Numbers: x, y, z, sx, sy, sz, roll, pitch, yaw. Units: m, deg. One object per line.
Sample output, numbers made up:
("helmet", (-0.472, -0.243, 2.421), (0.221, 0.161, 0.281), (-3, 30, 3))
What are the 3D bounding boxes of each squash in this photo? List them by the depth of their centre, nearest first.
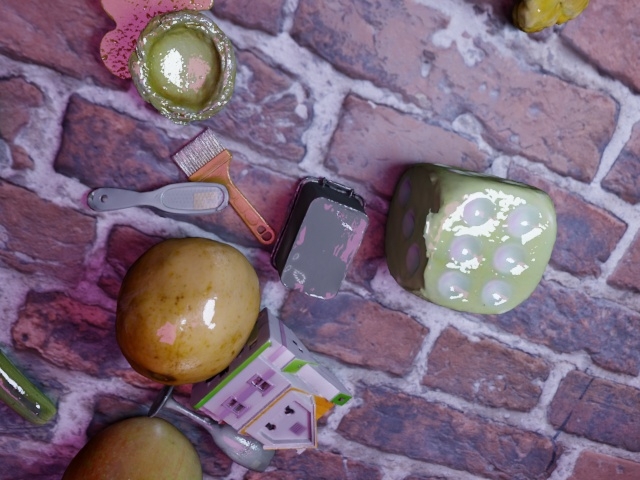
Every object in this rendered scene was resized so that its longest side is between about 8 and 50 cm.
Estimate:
("squash", (-0.684, 0.323, 0.959), (0.066, 0.066, 0.229), (-31, 109, 3))

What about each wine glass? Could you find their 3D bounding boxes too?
("wine glass", (-0.254, 0.489, 0.959), (0.309, 0.264, 0.096), (38, 114, -16))

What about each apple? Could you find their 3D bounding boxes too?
("apple", (-0.426, 0.581, 0.958), (0.318, 0.277, 0.320), (-1, 108, -5))

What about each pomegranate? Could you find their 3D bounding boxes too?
("pomegranate", (-0.254, 0.137, 0.834), (0.306, 0.307, 0.308), (-2, 107, -6))

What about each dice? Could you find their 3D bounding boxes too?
("dice", (0.282, -0.013, 0.873), (0.254, 0.250, 0.252), (9, 106, -9))

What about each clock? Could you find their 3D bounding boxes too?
("clock", (-0.097, 0.344, 0.979), (0.235, 0.166, 0.309), (-42, 111, 7))

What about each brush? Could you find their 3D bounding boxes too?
("brush", (-0.326, -0.081, 0.887), (0.296, 0.060, 0.068), (1, 81, 4))
("brush", (-0.186, -0.097, 0.915), (0.103, 0.013, 0.272), (-36, 108, 5))

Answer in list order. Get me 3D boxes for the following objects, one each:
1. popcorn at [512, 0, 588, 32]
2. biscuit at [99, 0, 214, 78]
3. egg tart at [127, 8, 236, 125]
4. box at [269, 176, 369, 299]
("popcorn", (0.452, -0.539, 0.755), (0.264, 0.225, 0.332), (24, 115, -18))
("biscuit", (-0.313, -0.404, 0.789), (0.158, 0.035, 0.240), (38, 103, -28))
("egg tart", (-0.246, -0.318, 0.793), (0.197, 0.078, 0.197), (-10, 122, -16))
("box", (0.000, 0.000, 0.903), (0.163, 0.135, 0.244), (21, 103, -13))
